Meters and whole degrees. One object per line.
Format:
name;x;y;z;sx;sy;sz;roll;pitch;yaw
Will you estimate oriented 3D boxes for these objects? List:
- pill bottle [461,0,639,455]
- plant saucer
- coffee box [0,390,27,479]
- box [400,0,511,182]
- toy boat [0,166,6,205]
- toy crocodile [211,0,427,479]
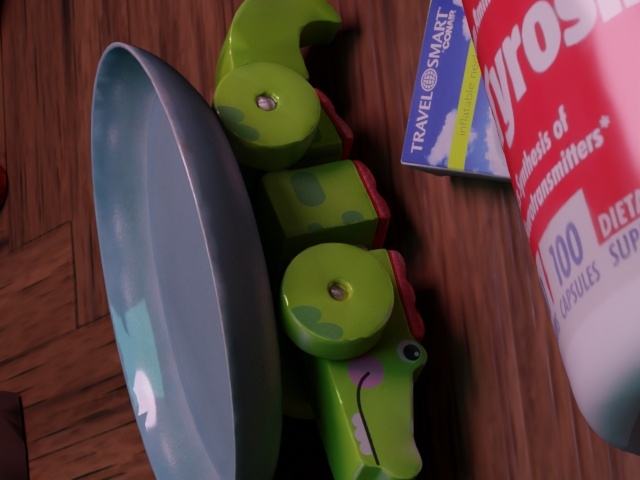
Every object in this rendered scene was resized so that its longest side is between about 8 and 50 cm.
pill bottle;0.177;-0.125;0.878;0.229;0.229;0.408;-36;56;38
plant saucer;-0.082;0.033;1.186;0.317;0.043;0.318;169;90;-73
coffee box;-0.372;0.211;1.472;0.297;0.168;0.119;-30;60;40
box;0.113;-0.085;1.083;0.178;0.042;0.109;10;89;48
toy boat;-0.351;-0.150;1.544;0.267;0.148;0.318;-46;50;31
toy crocodile;0.000;0.000;1.154;0.115;0.105;0.341;106;150;-56
